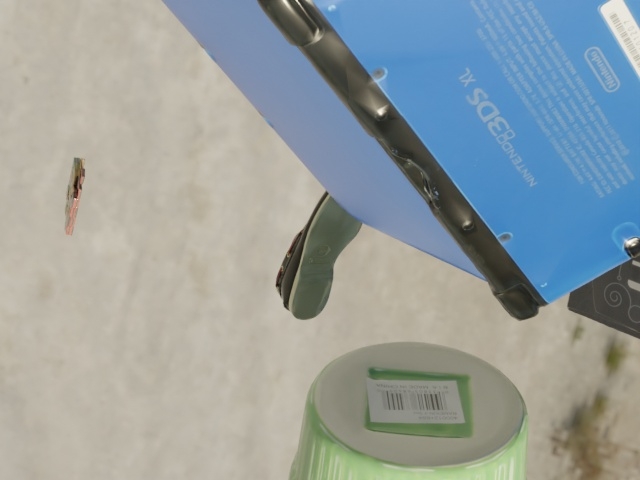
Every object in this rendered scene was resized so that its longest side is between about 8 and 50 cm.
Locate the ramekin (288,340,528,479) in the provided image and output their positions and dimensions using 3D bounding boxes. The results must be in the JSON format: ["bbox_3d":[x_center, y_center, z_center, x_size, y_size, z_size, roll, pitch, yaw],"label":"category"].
[{"bbox_3d":[0.113,0.255,1.873,0.303,0.303,0.148,-37,139,-47],"label":"ramekin"}]

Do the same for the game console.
[{"bbox_3d":[0.066,-0.107,0.851,0.293,0.250,0.173,48,17,-41],"label":"game console"}]

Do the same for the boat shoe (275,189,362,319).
[{"bbox_3d":[-0.002,0.000,1.259,0.049,0.042,0.133,7,115,-34],"label":"boat shoe"}]

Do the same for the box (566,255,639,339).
[{"bbox_3d":[0.390,-0.006,1.520,0.270,0.143,0.165,-14,119,-45],"label":"box"}]

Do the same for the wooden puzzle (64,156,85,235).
[{"bbox_3d":[-0.213,-0.039,1.314,0.049,0.006,0.083,-105,-153,-52],"label":"wooden puzzle"}]
